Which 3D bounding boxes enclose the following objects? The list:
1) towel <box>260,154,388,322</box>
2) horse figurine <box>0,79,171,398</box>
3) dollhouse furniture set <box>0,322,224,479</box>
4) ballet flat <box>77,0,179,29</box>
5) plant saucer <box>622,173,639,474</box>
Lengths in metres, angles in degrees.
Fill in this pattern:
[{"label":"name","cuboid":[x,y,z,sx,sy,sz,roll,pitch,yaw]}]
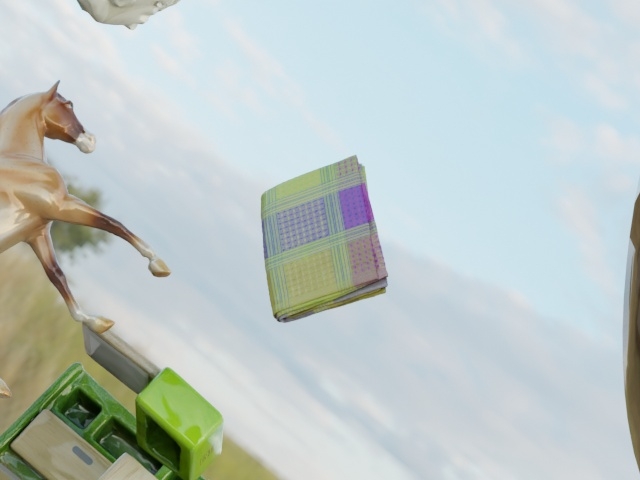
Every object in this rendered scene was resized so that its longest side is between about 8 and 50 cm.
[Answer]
[{"label":"towel","cuboid":[0.000,0.000,0.767,0.009,0.060,0.083,55,19,-50]},{"label":"horse figurine","cuboid":[-0.232,0.015,1.052,0.174,0.263,0.066,50,-19,9]},{"label":"dollhouse furniture set","cuboid":[-0.223,0.212,1.100,0.151,0.301,0.197,38,-24,13]},{"label":"ballet flat","cuboid":[-0.023,-0.310,0.963,0.147,0.409,0.147,31,-17,11]},{"label":"plant saucer","cuboid":[0.168,-0.002,0.592,0.041,0.277,0.278,7,-10,-5]}]
